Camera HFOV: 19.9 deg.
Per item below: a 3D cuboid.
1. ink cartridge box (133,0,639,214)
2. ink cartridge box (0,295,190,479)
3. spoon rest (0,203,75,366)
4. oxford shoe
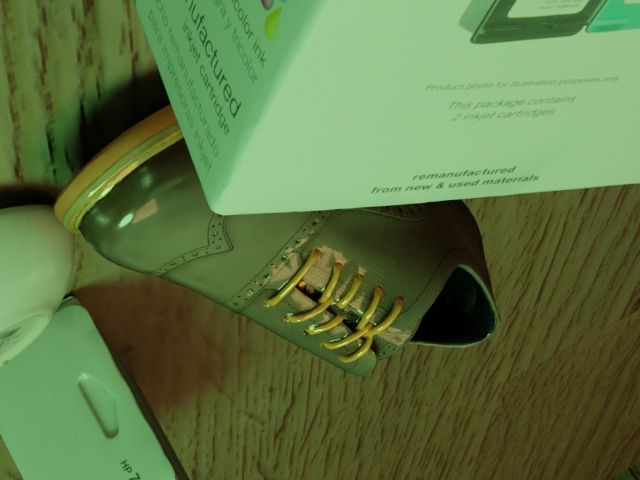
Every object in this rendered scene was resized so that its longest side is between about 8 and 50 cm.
[{"bbox_3d":[0.061,-0.170,0.614,0.197,0.198,0.270,-5,147,-28],"label":"ink cartridge box"},{"bbox_3d":[-0.131,0.137,1.118,0.082,0.139,0.190,-29,158,-4],"label":"ink cartridge box"},{"bbox_3d":[-0.218,0.035,0.894,0.137,0.084,0.276,-42,170,24],"label":"spoon rest"},{"bbox_3d":[0.000,0.000,1.018,0.130,0.132,0.364,-43,156,24],"label":"oxford shoe"}]
